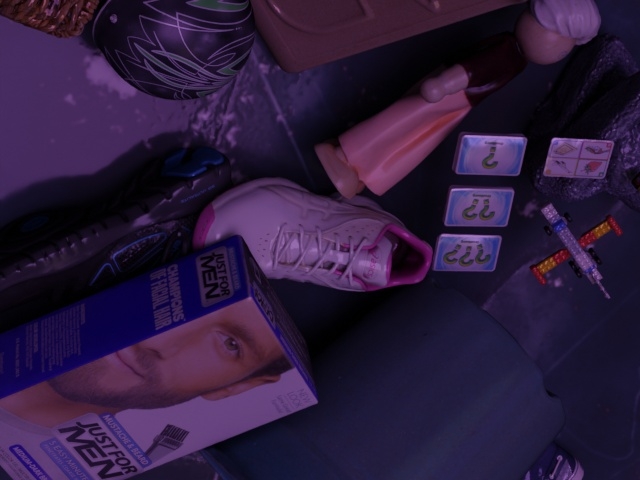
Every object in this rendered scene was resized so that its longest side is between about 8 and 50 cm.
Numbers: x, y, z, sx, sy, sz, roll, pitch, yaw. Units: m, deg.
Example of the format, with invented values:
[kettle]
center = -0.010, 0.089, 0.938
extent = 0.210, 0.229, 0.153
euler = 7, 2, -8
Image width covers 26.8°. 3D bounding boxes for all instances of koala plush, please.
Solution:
[koala plush]
center = 0.383, -0.100, 1.636
extent = 0.221, 0.196, 0.203
euler = 32, 105, -26

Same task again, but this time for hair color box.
[hair color box]
center = -0.195, 0.146, 1.434
extent = 0.339, 0.110, 0.185
euler = -24, 130, 7

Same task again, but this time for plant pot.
[plant pot]
center = 0.082, 0.238, 1.564
extent = 0.334, 0.341, 0.341
euler = -44, 116, -11

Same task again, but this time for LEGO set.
[LEGO set]
center = 0.262, -0.028, 1.524
extent = 0.244, 0.060, 0.182
euler = 2, 120, -13

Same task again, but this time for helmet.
[helmet]
center = -0.150, -0.224, 1.386
extent = 0.169, 0.161, 0.169
euler = -4, 136, -4

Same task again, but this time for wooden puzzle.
[wooden puzzle]
center = 0.015, -0.349, 1.365
extent = 0.322, 0.348, 0.080
euler = 58, 46, -24

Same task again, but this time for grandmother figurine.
[grandmother figurine]
center = 0.160, -0.173, 1.515
extent = 0.342, 0.208, 0.104
euler = -33, 100, 13

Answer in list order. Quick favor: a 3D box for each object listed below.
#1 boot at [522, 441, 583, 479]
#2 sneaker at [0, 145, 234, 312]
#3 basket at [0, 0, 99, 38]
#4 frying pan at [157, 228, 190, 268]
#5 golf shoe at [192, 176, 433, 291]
[boot]
center = 0.262, 0.347, 1.796
extent = 0.086, 0.069, 0.190
euler = 42, 82, -19
[sneaker]
center = -0.238, 0.024, 1.475
extent = 0.341, 0.125, 0.139
euler = -23, 118, -10
[basket]
center = -0.307, -0.379, 1.298
extent = 0.223, 0.213, 0.299
euler = 15, 102, -54
[frying pan]
center = -0.216, 0.120, 1.505
extent = 0.197, 0.053, 0.326
euler = -13, 129, -4
[golf shoe]
center = 0.000, 0.000, 1.496
extent = 0.306, 0.140, 0.115
euler = -1, 110, -44
